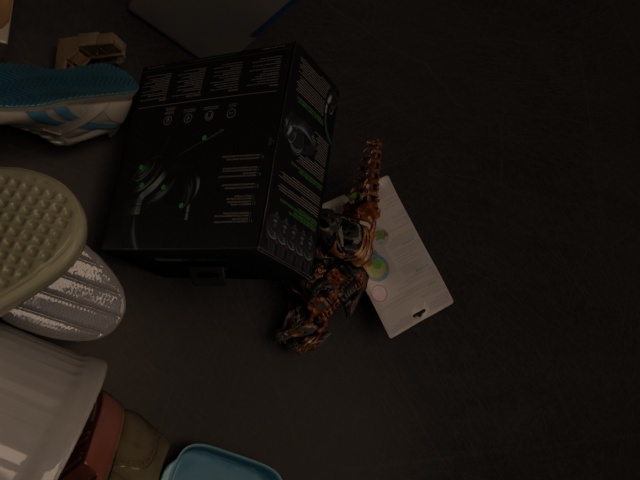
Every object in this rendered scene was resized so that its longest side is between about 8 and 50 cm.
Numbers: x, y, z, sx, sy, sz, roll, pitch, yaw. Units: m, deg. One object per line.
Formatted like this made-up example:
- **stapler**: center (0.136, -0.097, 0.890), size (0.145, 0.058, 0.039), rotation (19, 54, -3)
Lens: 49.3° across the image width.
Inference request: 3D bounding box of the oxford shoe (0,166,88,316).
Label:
- **oxford shoe**: center (-0.429, 0.063, 0.667), size (0.449, 0.130, 0.169), rotation (-26, 66, -2)

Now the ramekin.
- **ramekin**: center (-0.343, 0.216, 0.700), size (0.135, 0.277, 0.277), rotation (32, 65, -15)

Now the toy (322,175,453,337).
- **toy**: center (0.103, 0.026, 1.142), size (0.136, 0.056, 0.237), rotation (-25, 88, -25)

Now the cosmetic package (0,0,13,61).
- **cosmetic package**: center (-0.413, -0.293, 0.881), size (0.041, 0.060, 0.115), rotation (9, 74, -30)

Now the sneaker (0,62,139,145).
- **sneaker**: center (-0.336, -0.160, 0.860), size (0.228, 0.092, 0.087), rotation (-12, 54, -44)

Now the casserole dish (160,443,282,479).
- **casserole dish**: center (-0.135, 0.344, 0.940), size (0.188, 0.037, 0.114), rotation (28, 67, -24)

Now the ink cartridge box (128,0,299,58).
- **ink cartridge box**: center (-0.078, -0.484, 0.996), size (0.166, 0.285, 0.395), rotation (32, 65, -25)

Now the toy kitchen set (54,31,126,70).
- **toy kitchen set**: center (-0.300, -0.228, 0.938), size (0.068, 0.083, 0.075), rotation (38, 53, -68)

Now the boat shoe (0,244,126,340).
- **boat shoe**: center (-0.384, 0.014, 0.798), size (0.335, 0.119, 0.121), rotation (29, 76, -19)

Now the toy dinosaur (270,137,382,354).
- **toy dinosaur**: center (0.000, 0.000, 1.037), size (0.218, 0.164, 0.322), rotation (31, 62, -32)

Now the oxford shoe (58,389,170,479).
- **oxford shoe**: center (-0.241, 0.358, 0.749), size (0.146, 0.140, 0.397), rotation (38, 39, -30)

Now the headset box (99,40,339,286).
- **headset box**: center (-0.125, -0.083, 0.893), size (0.131, 0.246, 0.283), rotation (35, 58, -56)
